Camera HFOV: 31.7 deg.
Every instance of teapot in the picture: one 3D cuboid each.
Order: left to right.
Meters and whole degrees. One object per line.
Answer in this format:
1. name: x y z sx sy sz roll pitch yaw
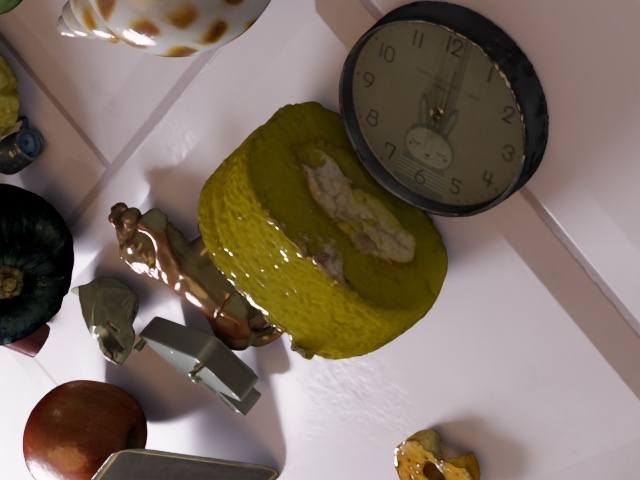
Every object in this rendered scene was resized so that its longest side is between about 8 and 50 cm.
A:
1. teapot: -0.410 -0.127 1.533 0.049 0.063 0.083 33 144 -31

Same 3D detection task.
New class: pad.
1. pad: -0.263 0.404 1.637 0.315 0.063 0.375 13 143 -21

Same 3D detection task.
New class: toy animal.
1. toy animal: -0.144 0.050 1.408 0.312 0.097 0.157 43 150 4

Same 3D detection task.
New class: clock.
1. clock: 0.113 -0.122 1.086 0.215 0.042 0.215 22 131 28

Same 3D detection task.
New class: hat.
1. hat: -0.294 0.110 1.575 0.122 0.081 0.166 66 160 -2

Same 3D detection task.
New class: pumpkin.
1. pumpkin: -0.452 0.032 1.544 0.163 0.233 0.233 34 144 56

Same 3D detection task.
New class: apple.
1. apple: -0.349 0.295 1.687 0.168 0.181 0.181 4 124 16

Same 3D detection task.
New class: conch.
1. conch: -0.139 -0.265 1.084 0.149 0.275 0.183 65 -174 -78

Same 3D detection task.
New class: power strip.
1. power strip: -0.145 0.172 1.464 0.145 0.061 0.216 45 164 -23

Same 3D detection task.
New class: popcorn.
1. popcorn: -0.472 -0.192 1.476 0.173 0.142 0.173 8 138 8

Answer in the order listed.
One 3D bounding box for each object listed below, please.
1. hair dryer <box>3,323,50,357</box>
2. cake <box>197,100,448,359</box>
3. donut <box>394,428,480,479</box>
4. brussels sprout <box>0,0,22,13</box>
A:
1. hair dryer: -0.598 0.040 1.758 0.312 0.123 0.340 32 -174 -39
2. cake: 0.000 0.000 1.168 0.260 0.179 0.156 48 139 2
3. donut: 0.141 0.272 1.349 0.108 0.043 0.097 34 136 15
4. brussels sprout: -0.407 -0.342 1.302 0.183 0.131 0.145 39 132 5
